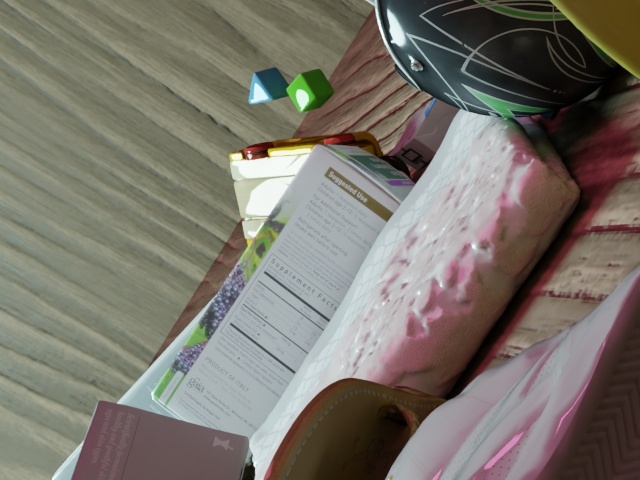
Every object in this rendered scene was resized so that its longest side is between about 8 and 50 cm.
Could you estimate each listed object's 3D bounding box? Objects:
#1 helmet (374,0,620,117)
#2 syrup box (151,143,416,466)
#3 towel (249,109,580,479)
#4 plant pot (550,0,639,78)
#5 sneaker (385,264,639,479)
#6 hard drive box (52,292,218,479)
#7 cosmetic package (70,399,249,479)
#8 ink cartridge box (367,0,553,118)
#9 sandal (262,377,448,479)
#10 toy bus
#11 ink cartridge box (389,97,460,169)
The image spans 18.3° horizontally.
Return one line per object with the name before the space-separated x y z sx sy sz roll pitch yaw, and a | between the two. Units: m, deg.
helmet | 0.115 -0.153 1.234 0.169 0.169 0.161 -57 4 2
syrup box | -0.015 0.047 1.494 0.237 0.096 0.093 -57 -15 12
towel | 0.044 0.064 1.276 0.332 0.053 0.317 -57 6 11
plant pot | 0.184 -0.224 0.819 0.239 0.254 0.254 -38 15 27
sneaker | 0.053 0.136 0.661 0.292 0.108 0.169 -50 1 -23
hard drive box | -0.101 0.125 1.683 0.232 0.089 0.181 -46 2 20
cosmetic package | -0.118 0.226 1.186 0.127 0.107 0.238 -78 1 -54
ink cartridge box | 0.094 -0.202 1.355 0.134 0.231 0.078 -57 6 9
sandal | 0.046 0.113 0.932 0.240 0.079 0.088 -4 -71 -71
toy bus | 0.016 -0.051 1.771 0.104 0.202 0.191 -20 -32 -45
ink cartridge box | 0.093 -0.094 1.765 0.048 0.028 0.083 -59 7 -16
